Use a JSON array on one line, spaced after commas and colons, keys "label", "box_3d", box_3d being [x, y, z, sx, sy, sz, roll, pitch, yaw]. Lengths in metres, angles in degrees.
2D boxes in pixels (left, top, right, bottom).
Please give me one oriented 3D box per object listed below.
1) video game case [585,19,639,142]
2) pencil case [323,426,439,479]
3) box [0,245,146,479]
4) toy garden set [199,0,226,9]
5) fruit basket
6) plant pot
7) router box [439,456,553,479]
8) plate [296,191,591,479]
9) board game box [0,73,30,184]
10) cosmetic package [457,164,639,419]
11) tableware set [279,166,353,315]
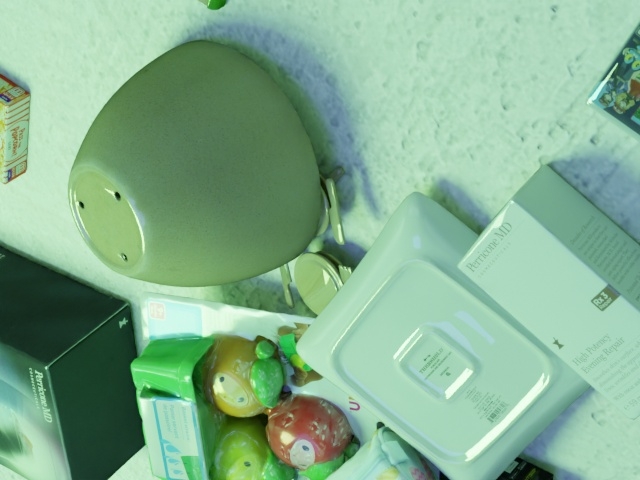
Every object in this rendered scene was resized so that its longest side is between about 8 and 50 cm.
[{"label": "video game case", "box_3d": [0.347, -0.124, 0.906, 0.201, 0.023, 0.183, 38, 136, 10]}, {"label": "pencil case", "box_3d": [0.016, 0.342, 1.312, 0.273, 0.113, 0.124, -41, 125, 12]}, {"label": "box", "box_3d": [-0.441, 0.202, 1.677, 0.294, 0.183, 0.296, 19, 130, 27]}, {"label": "toy garden set", "box_3d": [-0.187, -0.381, 1.140, 0.244, 0.049, 0.203, 36, 136, 14]}, {"label": "fruit basket", "box_3d": [-0.066, 0.234, 1.402, 0.353, 0.165, 0.327, 11, 121, 26]}, {"label": "plant pot", "box_3d": [-0.166, -0.059, 1.224, 0.284, 0.191, 0.284, 26, 131, 33]}, {"label": "router box", "box_3d": [0.208, 0.329, 1.324, 0.133, 0.046, 0.178, 23, 132, 32]}, {"label": "plate", "box_3d": [0.133, 0.128, 1.193, 0.278, 0.045, 0.277, 38, 124, 4]}, {"label": "board game box", "box_3d": [-0.496, -0.188, 1.538, 0.193, 0.045, 0.146, 34, 135, 16]}, {"label": "cosmetic package", "box_3d": [0.259, 0.050, 1.059, 0.231, 0.085, 0.117, 40, 137, 8]}, {"label": "tableware set", "box_3d": [0.000, 0.000, 1.272, 0.128, 0.039, 0.194, 13, 122, 45]}]
